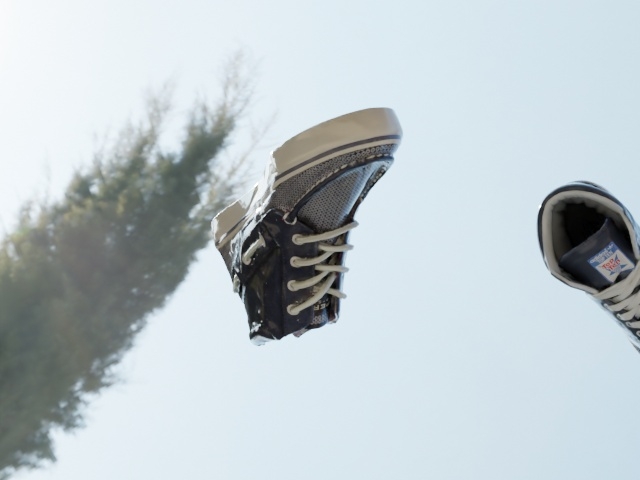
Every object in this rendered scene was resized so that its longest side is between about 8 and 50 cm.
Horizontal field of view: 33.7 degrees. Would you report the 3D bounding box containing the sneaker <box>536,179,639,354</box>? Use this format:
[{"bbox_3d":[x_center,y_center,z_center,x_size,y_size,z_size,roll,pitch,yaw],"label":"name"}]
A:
[{"bbox_3d":[0.312,0.053,1.014,0.099,0.153,0.282,-44,-106,15],"label":"sneaker"}]

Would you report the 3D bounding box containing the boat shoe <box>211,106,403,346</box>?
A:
[{"bbox_3d":[0.000,0.000,1.053,0.340,0.127,0.158,-39,-114,61],"label":"boat shoe"}]
